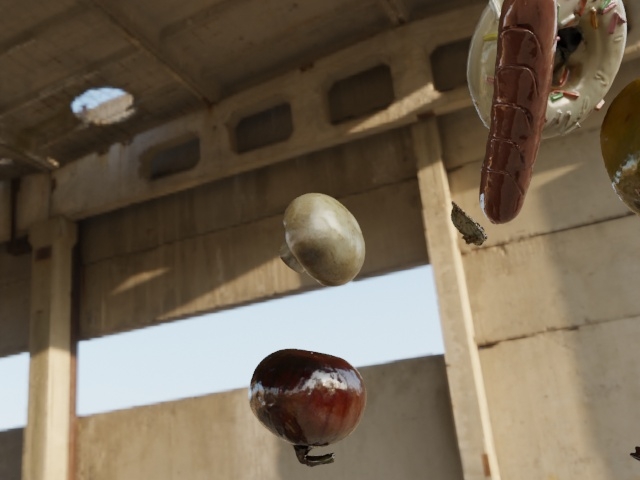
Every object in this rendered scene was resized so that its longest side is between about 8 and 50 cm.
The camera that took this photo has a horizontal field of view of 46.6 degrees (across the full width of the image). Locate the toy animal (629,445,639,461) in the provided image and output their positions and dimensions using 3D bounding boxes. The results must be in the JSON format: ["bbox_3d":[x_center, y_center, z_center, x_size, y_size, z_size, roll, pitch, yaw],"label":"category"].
[{"bbox_3d":[0.468,0.346,0.981,0.218,0.116,0.179,-26,-53,0],"label":"toy animal"}]

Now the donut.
[{"bbox_3d":[0.466,-0.376,1.494,0.382,0.142,0.383,-17,-55,-26],"label":"donut"}]

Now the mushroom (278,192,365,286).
[{"bbox_3d":[0.000,0.000,1.252,0.127,0.166,0.166,-27,-27,24],"label":"mushroom"}]

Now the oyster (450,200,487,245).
[{"bbox_3d":[0.387,-0.044,1.940,0.086,0.132,0.029,1,32,43],"label":"oyster"}]

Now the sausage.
[{"bbox_3d":[0.284,-0.189,1.076,0.088,0.088,0.433,-6,-45,-1],"label":"sausage"}]

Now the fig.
[{"bbox_3d":[-0.030,0.311,1.461,0.235,0.214,0.235,34,1,-1],"label":"fig"}]

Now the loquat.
[{"bbox_3d":[0.663,-0.178,1.397,0.276,0.284,0.276,21,-22,9],"label":"loquat"}]
